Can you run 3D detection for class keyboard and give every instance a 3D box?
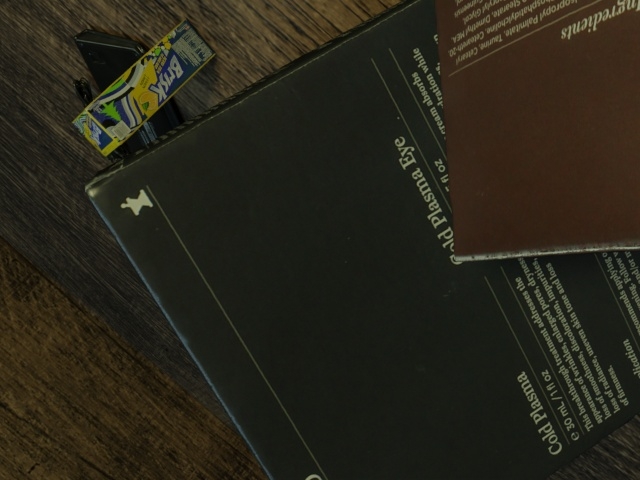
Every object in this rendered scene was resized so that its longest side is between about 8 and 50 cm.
[{"bbox_3d":[-0.270,-0.169,1.084,0.202,0.033,0.317,16,144,26],"label":"keyboard"}]

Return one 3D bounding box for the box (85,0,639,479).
[{"bbox_3d":[0.053,0.021,0.562,0.343,0.313,0.179,61,171,-13],"label":"box"}]

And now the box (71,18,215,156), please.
[{"bbox_3d":[-0.198,-0.173,0.837,0.054,0.169,0.059,48,151,-17],"label":"box"}]

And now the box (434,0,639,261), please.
[{"bbox_3d":[0.175,-0.096,0.388,0.167,0.169,0.203,171,96,-65],"label":"box"}]
